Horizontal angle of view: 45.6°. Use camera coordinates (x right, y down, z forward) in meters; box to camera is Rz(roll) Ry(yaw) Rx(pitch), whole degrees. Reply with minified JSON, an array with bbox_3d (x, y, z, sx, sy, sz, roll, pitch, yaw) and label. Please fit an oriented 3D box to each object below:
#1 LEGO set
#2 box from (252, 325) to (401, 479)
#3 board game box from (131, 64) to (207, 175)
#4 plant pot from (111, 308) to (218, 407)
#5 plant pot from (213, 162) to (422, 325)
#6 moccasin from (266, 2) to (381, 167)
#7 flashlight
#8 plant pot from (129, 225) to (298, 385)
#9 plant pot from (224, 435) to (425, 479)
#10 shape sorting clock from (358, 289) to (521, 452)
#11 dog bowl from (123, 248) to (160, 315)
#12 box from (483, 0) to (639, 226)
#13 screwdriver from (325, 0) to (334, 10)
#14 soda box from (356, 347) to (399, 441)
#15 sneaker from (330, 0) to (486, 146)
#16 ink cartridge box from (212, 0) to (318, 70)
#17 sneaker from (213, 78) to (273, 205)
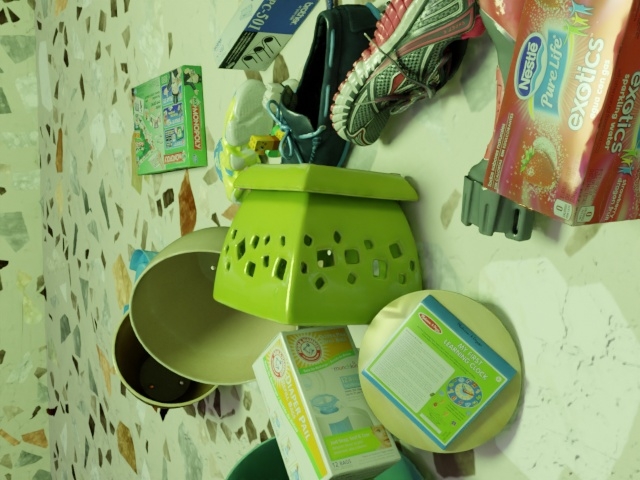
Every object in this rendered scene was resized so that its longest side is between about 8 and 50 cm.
[{"bbox_3d":[-0.092,-0.156,1.300,0.087,0.093,0.227,48,132,42],"label":"LEGO set"},{"bbox_3d":[0.003,0.226,1.021,0.103,0.114,0.203,-52,50,45],"label":"box"},{"bbox_3d":[-0.349,-0.263,1.725,0.317,0.046,0.213,2,97,57],"label":"board game box"},{"bbox_3d":[-0.322,0.261,1.627,0.254,0.237,0.237,120,135,-63],"label":"plant pot"},{"bbox_3d":[0.000,0.000,1.072,0.227,0.228,0.207,8,93,57],"label":"plant pot"},{"bbox_3d":[-0.016,-0.209,1.154,0.137,0.117,0.342,53,136,39],"label":"moccasin"},{"bbox_3d":[0.207,-0.161,0.843,0.103,0.103,0.304,10,111,14],"label":"flashlight"},{"bbox_3d":[-0.170,0.084,1.336,0.191,0.284,0.284,-81,9,-57],"label":"plant pot"},{"bbox_3d":[0.008,0.452,1.078,0.293,0.293,0.235,41,141,47],"label":"plant pot"},{"bbox_3d":[0.147,0.163,0.954,0.206,0.040,0.206,3,98,24],"label":"shape sorting clock"},{"bbox_3d":[-0.412,0.157,1.855,0.166,0.074,0.297,46,130,44],"label":"dog bowl"},{"bbox_3d":[0.264,-0.153,0.721,0.123,0.128,0.256,35,123,50],"label":"box"},{"bbox_3d":[0.014,-0.387,1.169,0.024,0.025,0.169,18,110,55],"label":"screwdriver"},{"bbox_3d":[0.052,0.217,1.133,0.286,0.091,0.098,-1,92,57],"label":"soda box"},{"bbox_3d":[0.106,-0.214,0.978,0.112,0.121,0.299,42,144,6],"label":"sneaker"},{"bbox_3d":[-0.097,-0.360,1.276,0.207,0.097,0.046,-38,63,52],"label":"ink cartridge box"},{"bbox_3d":[-0.157,-0.190,1.399,0.126,0.091,0.240,41,128,48],"label":"sneaker"}]
